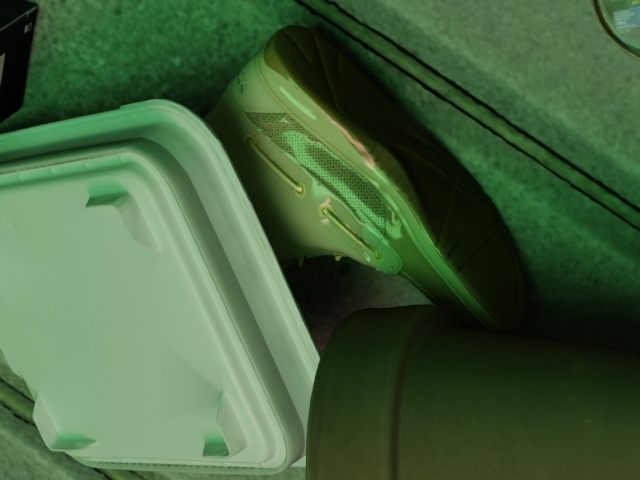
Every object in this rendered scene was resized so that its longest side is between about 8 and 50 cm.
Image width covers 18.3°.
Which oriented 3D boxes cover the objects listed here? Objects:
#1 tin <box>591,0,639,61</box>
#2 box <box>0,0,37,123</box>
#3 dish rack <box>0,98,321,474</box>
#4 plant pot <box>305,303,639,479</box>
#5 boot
[{"bbox_3d":[0.267,-0.173,1.265,0.189,0.040,0.106,-8,113,24],"label":"tin"},{"bbox_3d":[-0.313,-0.132,1.435,0.158,0.156,0.093,21,119,11],"label":"box"},{"bbox_3d":[-0.147,0.054,1.427,0.333,0.072,0.286,-5,114,51],"label":"dish rack"},{"bbox_3d":[0.142,0.164,1.279,0.229,0.263,0.263,-6,110,20],"label":"plant pot"},{"bbox_3d":[0.000,0.000,1.411,0.262,0.095,0.203,45,124,-10],"label":"boot"}]
